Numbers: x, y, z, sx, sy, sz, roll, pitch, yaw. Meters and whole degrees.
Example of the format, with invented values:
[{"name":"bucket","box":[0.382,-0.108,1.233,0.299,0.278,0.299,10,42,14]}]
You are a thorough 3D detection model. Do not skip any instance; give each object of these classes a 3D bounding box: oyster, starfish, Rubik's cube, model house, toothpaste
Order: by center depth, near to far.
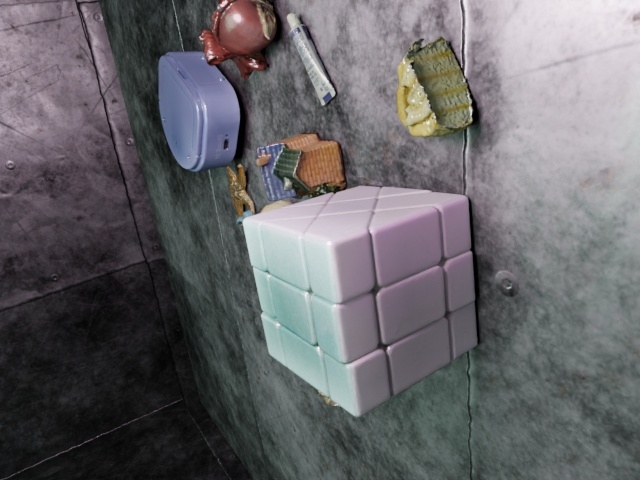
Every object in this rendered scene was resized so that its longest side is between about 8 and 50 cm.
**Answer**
[{"name":"Rubik's cube","box":[0.075,0.082,0.921,0.322,0.319,0.316,13,118,56]},{"name":"toothpaste","box":[-0.024,-0.417,1.080,0.062,0.037,0.216,-25,89,61]},{"name":"model house","box":[-0.060,-0.169,1.151,0.183,0.172,0.166,16,119,55]},{"name":"oyster","box":[0.020,0.463,1.517,0.103,0.051,0.148,-7,117,58]},{"name":"starfish","box":[-0.274,-0.159,1.653,0.138,0.050,0.247,25,135,51]}]

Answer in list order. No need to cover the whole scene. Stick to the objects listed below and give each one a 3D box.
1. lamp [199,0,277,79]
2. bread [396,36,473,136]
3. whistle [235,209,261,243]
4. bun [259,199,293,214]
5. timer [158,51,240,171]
[{"name":"lamp","box":[-0.189,-0.530,1.181,0.223,0.215,0.151,-19,76,39]},{"name":"bread","box":[0.178,-0.242,0.790,0.110,0.103,0.156,154,101,-72]},{"name":"whistle","box":[-0.200,-0.024,1.561,0.186,0.093,0.274,57,152,12]},{"name":"bun","box":[-0.111,-0.030,1.397,0.164,0.111,0.188,12,116,37]},{"name":"timer","box":[-0.401,-0.404,1.582,0.395,0.173,0.395,31,130,47]}]
